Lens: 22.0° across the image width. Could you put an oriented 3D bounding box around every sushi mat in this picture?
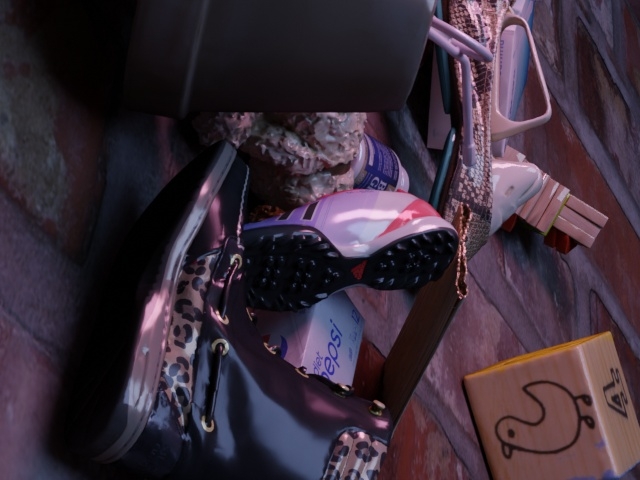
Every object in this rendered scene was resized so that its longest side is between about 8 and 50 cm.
[{"bbox_3d":[0.124,0.108,1.975,0.316,0.019,0.151,112,-9,-46],"label":"sushi mat"}]

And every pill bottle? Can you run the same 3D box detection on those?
[{"bbox_3d":[0.048,-0.090,2.118,0.169,0.094,0.094,24,52,-59],"label":"pill bottle"}]

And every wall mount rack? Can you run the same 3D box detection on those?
[{"bbox_3d":[0.083,-0.239,2.138,0.304,0.350,0.130,31,91,-52],"label":"wall mount rack"}]

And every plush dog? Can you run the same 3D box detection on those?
[{"bbox_3d":[-0.015,-0.104,1.916,0.262,0.210,0.225,-49,143,-62],"label":"plush dog"}]

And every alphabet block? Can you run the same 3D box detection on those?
[{"bbox_3d":[0.344,0.257,2.396,0.193,0.192,0.197,-8,80,-68],"label":"alphabet block"}]

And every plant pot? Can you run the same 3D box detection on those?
[{"bbox_3d":[-0.028,-0.254,1.675,0.323,0.280,0.323,-165,-90,-87],"label":"plant pot"}]

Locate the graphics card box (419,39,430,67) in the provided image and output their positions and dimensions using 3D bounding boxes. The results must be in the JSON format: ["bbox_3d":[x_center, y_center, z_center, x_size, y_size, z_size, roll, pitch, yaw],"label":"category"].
[{"bbox_3d":[0.053,-0.438,2.379,0.371,0.094,0.233,60,26,-23],"label":"graphics card box"}]

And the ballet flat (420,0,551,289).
[{"bbox_3d":[0.233,-0.161,2.305,0.164,0.182,0.483,87,7,-80],"label":"ballet flat"}]

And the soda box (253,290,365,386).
[{"bbox_3d":[-0.030,0.157,1.778,0.098,0.091,0.286,56,29,-30],"label":"soda box"}]

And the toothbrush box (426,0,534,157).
[{"bbox_3d":[0.256,-0.293,2.573,0.295,0.126,0.216,-67,162,-57],"label":"toothbrush box"}]

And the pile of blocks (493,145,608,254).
[{"bbox_3d":[0.325,-0.067,2.722,0.362,0.149,0.113,31,89,-44],"label":"pile of blocks"}]

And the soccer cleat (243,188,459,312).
[{"bbox_3d":[0.000,0.000,1.794,0.318,0.109,0.116,-6,40,-34],"label":"soccer cleat"}]

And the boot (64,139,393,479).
[{"bbox_3d":[-0.067,0.108,1.572,0.284,0.138,0.377,35,42,-21],"label":"boot"}]
